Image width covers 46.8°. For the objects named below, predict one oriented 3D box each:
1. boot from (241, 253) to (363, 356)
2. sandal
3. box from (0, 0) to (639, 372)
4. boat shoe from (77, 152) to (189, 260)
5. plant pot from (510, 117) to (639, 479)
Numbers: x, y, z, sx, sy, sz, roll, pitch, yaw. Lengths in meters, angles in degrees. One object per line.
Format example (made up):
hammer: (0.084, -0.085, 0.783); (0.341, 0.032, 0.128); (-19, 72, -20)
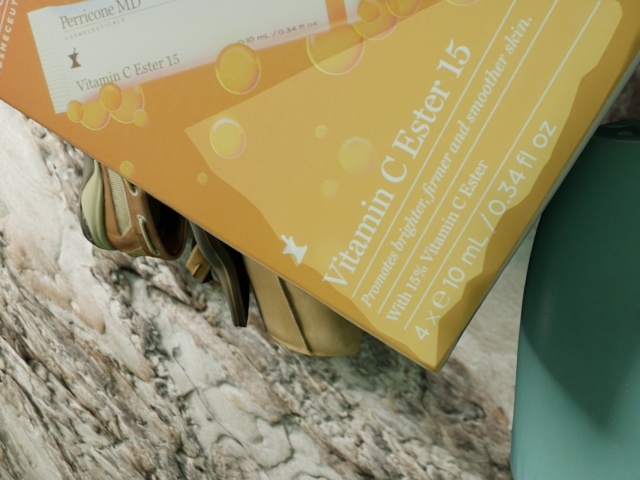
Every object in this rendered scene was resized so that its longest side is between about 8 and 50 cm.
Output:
boot: (0.000, 0.000, 0.701); (0.236, 0.089, 0.270); (20, 136, 45)
sandal: (-0.118, 0.007, 0.777); (0.060, 0.090, 0.219); (-7, 139, 10)
box: (-0.010, -0.122, 0.450); (0.345, 0.168, 0.215); (31, 113, 11)
boat shoe: (-0.178, -0.108, 0.764); (0.119, 0.123, 0.324); (22, 136, 13)
plant pot: (0.266, 0.039, 0.470); (0.292, 0.293, 0.235); (2, 104, 31)
